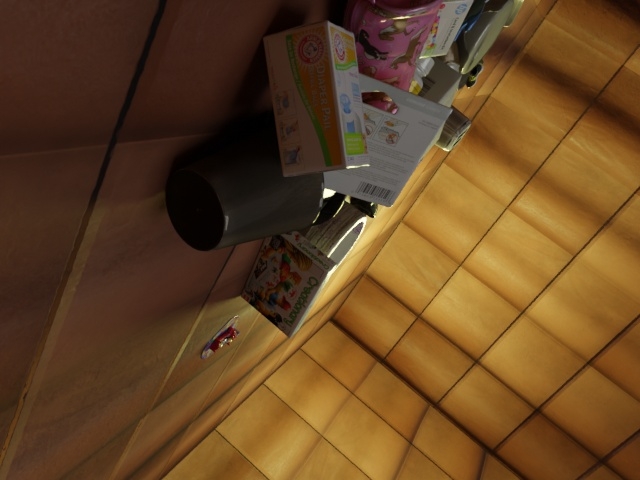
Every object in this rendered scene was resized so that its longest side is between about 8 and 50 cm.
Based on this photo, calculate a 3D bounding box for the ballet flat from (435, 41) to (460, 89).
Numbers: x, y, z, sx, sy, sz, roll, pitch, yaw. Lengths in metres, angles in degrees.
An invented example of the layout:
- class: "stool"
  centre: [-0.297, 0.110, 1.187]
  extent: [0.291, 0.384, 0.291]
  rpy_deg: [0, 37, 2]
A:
- class: "ballet flat"
  centre: [0.345, -0.457, 1.545]
  extent: [0.116, 0.124, 0.342]
  rpy_deg: [-18, 166, -4]

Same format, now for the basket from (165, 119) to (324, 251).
- class: "basket"
  centre: [-0.120, -0.077, 0.859]
  extent: [0.226, 0.154, 0.205]
  rpy_deg: [-30, 122, -48]

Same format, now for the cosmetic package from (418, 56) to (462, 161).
- class: "cosmetic package"
  centre: [0.250, -0.340, 1.493]
  extent: [0.197, 0.155, 0.365]
  rpy_deg: [-49, 169, -11]

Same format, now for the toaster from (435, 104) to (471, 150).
- class: "toaster"
  centre: [0.509, -0.459, 2.158]
  extent: [0.227, 0.146, 0.129]
  rpy_deg: [-40, 163, -44]

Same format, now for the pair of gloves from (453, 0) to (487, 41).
- class: "pair of gloves"
  centre: [0.348, -0.558, 1.291]
  extent: [0.159, 0.023, 0.198]
  rpy_deg: [-44, -153, 14]

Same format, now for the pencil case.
- class: "pencil case"
  centre: [0.098, -0.323, 0.956]
  extent: [0.386, 0.159, 0.167]
  rpy_deg: [106, 1, -62]

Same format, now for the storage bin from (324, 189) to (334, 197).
- class: "storage bin"
  centre: [-0.014, -0.140, 1.237]
  extent: [0.098, 0.091, 0.135]
  rpy_deg: [-56, 167, 21]

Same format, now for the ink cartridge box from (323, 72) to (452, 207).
- class: "ink cartridge box"
  centre: [0.061, -0.195, 0.971]
  extent: [0.060, 0.274, 0.239]
  rpy_deg: [-98, -151, -48]

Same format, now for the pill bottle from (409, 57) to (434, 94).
- class: "pill bottle"
  centre: [0.156, -0.343, 1.205]
  extent: [0.209, 0.119, 0.119]
  rpy_deg: [-53, 168, 10]

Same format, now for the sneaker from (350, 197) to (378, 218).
- class: "sneaker"
  centre: [0.182, -0.171, 1.891]
  extent: [0.130, 0.109, 0.286]
  rpy_deg: [-55, 172, -13]

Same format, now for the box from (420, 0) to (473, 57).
- class: "box"
  centre: [0.191, -0.425, 1.057]
  extent: [0.186, 0.038, 0.145]
  rpy_deg: [-14, 157, -18]

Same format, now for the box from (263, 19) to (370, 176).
- class: "box"
  centre: [-0.002, -0.204, 0.788]
  extent: [0.114, 0.103, 0.203]
  rpy_deg: [-23, 107, -65]

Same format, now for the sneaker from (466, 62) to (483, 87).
- class: "sneaker"
  centre: [0.474, -0.514, 1.653]
  extent: [0.035, 0.031, 0.083]
  rpy_deg: [-24, 149, -39]

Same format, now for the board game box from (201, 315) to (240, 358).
- class: "board game box"
  centre: [-0.298, 0.310, 1.649]
  extent: [0.169, 0.033, 0.133]
  rpy_deg: [-48, 168, -22]

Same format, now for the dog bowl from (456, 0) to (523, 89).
- class: "dog bowl"
  centre: [0.480, -0.636, 1.617]
  extent: [0.349, 0.102, 0.349]
  rpy_deg: [-48, 168, -14]

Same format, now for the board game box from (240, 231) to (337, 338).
- class: "board game box"
  centre: [-0.094, 0.110, 1.432]
  extent: [0.053, 0.193, 0.305]
  rpy_deg: [-40, 163, -46]

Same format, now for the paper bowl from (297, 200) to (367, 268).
- class: "paper bowl"
  centre: [0.000, 0.000, 1.575]
  extent: [0.284, 0.148, 0.284]
  rpy_deg: [-48, 168, -14]

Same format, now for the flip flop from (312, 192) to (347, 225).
- class: "flip flop"
  centre: [0.030, -0.156, 1.369]
  extent: [0.277, 0.112, 0.080]
  rpy_deg: [-58, -177, 3]
